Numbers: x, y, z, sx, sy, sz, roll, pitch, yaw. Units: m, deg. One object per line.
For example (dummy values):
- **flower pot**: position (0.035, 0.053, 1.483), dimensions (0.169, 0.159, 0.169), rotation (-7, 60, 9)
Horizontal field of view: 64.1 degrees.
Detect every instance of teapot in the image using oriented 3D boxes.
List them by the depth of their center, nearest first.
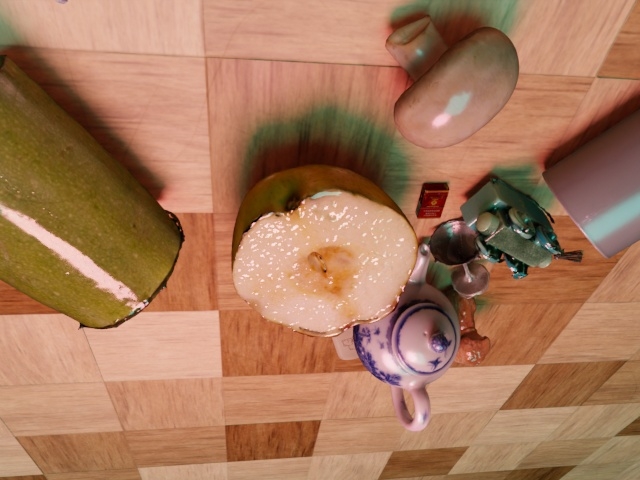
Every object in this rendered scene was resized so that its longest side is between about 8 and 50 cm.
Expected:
- **teapot**: position (0.210, 0.217, 1.169), dimensions (0.252, 0.424, 0.280), rotation (3, 178, -16)

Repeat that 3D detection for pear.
- **pear**: position (0.000, 0.000, 0.981), dimensions (0.340, 0.191, 0.386), rotation (-18, 136, 5)

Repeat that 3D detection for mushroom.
- **mushroom**: position (0.183, -0.247, 0.773), dimensions (0.204, 0.204, 0.204), rotation (-4, 137, -4)

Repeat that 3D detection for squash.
- **squash**: position (-0.433, -0.055, 0.806), dimensions (0.263, 0.263, 0.384), rotation (-23, 136, 15)

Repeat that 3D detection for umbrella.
- **umbrella**: position (0.608, 0.040, 1.246), dimensions (0.083, 0.020, 0.031), rotation (4, 135, -5)

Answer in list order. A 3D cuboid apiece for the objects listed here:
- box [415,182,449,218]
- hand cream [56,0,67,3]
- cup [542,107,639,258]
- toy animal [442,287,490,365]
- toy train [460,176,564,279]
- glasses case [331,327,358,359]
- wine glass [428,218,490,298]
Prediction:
- **box**: position (0.230, -0.080, 1.054), dimensions (0.051, 0.023, 0.082), rotation (-3, 137, -7)
- **hand cream**: position (-0.278, -0.363, 0.661), dimensions (0.171, 0.043, 0.065), rotation (-26, 136, 11)
- **cup**: position (0.598, -0.130, 0.926), dimensions (0.312, 0.205, 0.205), rotation (-38, 130, 27)
- **toy animal**: position (0.358, 0.202, 1.257), dimensions (0.104, 0.185, 0.184), rotation (-1, 136, -6)
- **toy train**: position (0.385, -0.027, 1.032), dimensions (0.203, 0.163, 0.112), rotation (25, 128, -29)
- **glasses case**: position (0.072, 0.254, 1.366), dimensions (0.083, 0.050, 0.196), rotation (-15, 137, 4)
- **wine glass**: position (0.319, 0.048, 1.147), dimensions (0.122, 0.122, 0.183), rotation (-20, 141, 12)
